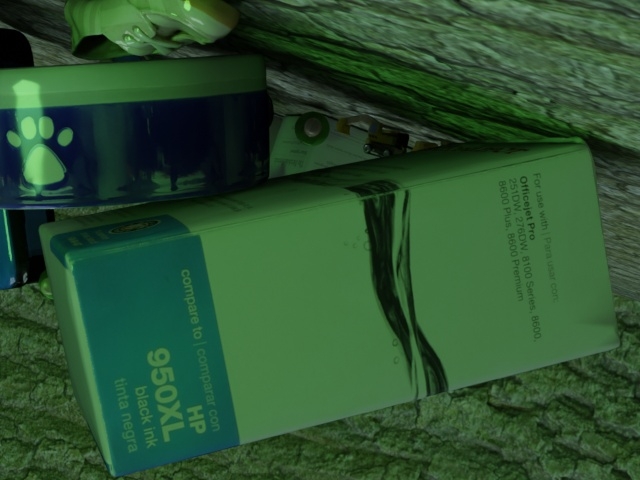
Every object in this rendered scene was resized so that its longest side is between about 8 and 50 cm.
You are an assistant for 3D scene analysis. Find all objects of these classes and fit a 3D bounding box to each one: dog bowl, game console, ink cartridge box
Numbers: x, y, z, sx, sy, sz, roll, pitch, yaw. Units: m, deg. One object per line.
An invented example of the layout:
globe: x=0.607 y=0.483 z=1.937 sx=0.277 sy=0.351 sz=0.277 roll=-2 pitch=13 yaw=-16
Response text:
dog bowl: x=-0.173 y=-0.093 z=1.085 sx=0.264 sy=0.104 sz=0.265 roll=-4 pitch=-172 yaw=1
game console: x=-0.317 y=-0.099 z=1.409 sx=0.173 sy=0.293 sz=0.250 roll=-9 pitch=-179 yaw=-36
ink cartridge box: x=-0.006 y=0.034 z=1.065 sx=0.394 sy=0.166 sz=0.285 roll=-12 pitch=-172 yaw=-14

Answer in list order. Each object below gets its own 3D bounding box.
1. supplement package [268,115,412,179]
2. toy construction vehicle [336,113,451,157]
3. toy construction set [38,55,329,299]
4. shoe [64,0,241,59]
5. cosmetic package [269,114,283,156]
supplement package: x=0.000 y=0.000 z=1.455 sx=0.133 sy=0.244 sz=0.139 roll=19 pitch=178 yaw=-20
toy construction vehicle: x=0.075 y=-0.096 z=1.273 sx=0.098 sy=0.035 sz=0.085 roll=20 pitch=-169 yaw=42
toy construction set: x=-0.171 y=-0.044 z=1.411 sx=0.257 sy=0.309 sz=0.237 roll=26 pitch=-177 yaw=-3
shoe: x=-0.126 y=-0.154 z=0.960 sx=0.076 sy=0.058 sz=0.219 roll=20 pitch=178 yaw=-33
cosmetic package: x=-0.107 y=-0.100 z=1.660 sx=0.160 sy=0.113 sz=0.309 roll=19 pitch=178 yaw=-24
